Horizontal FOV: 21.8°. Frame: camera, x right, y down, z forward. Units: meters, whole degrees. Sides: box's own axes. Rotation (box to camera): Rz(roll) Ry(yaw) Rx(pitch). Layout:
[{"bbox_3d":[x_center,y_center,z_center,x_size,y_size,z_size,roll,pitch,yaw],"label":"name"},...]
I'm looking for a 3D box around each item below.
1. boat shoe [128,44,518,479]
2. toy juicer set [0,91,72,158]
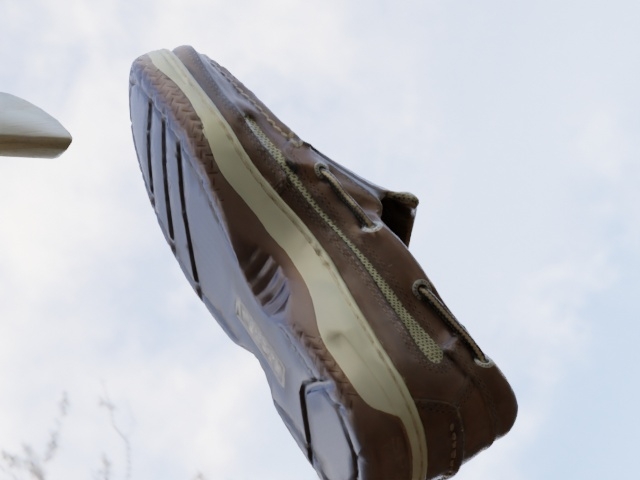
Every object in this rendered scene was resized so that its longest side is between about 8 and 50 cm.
[{"bbox_3d":[-0.001,0.005,0.751,0.095,0.257,0.095,-18,-33,-23],"label":"boat shoe"},{"bbox_3d":[-0.199,-0.155,0.540,0.209,0.089,0.329,-35,-78,-54],"label":"toy juicer set"}]
